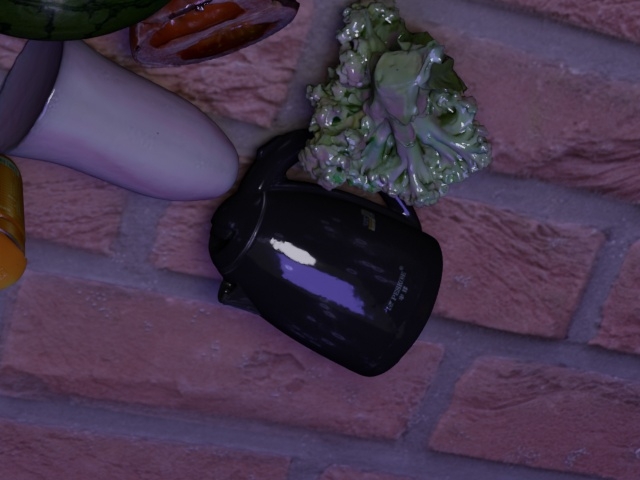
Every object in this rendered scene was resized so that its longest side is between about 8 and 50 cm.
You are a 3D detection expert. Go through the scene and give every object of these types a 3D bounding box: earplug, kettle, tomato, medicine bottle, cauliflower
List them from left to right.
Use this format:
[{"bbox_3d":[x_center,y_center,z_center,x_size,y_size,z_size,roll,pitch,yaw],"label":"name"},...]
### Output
[{"bbox_3d":[-0.413,-0.028,2.080,0.096,0.192,0.096,-6,123,-9],"label":"medicine bottle"},{"bbox_3d":[-0.229,-0.133,2.080,0.301,0.172,0.172,23,115,-30],"label":"earplug"},{"bbox_3d":[-0.143,-0.289,2.002,0.199,0.228,0.112,-24,79,14],"label":"tomato"},{"bbox_3d":[0.000,0.000,2.199,0.290,0.207,0.268,28,83,-21],"label":"kettle"},{"bbox_3d":[0.092,-0.178,2.042,0.239,0.315,0.256,-1,78,-4],"label":"cauliflower"}]

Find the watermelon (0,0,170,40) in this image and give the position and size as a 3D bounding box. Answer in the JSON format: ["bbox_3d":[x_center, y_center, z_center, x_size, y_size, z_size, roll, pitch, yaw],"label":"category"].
[{"bbox_3d":[-0.288,-0.376,1.801,0.363,0.363,0.363,-5,123,-8],"label":"watermelon"}]
